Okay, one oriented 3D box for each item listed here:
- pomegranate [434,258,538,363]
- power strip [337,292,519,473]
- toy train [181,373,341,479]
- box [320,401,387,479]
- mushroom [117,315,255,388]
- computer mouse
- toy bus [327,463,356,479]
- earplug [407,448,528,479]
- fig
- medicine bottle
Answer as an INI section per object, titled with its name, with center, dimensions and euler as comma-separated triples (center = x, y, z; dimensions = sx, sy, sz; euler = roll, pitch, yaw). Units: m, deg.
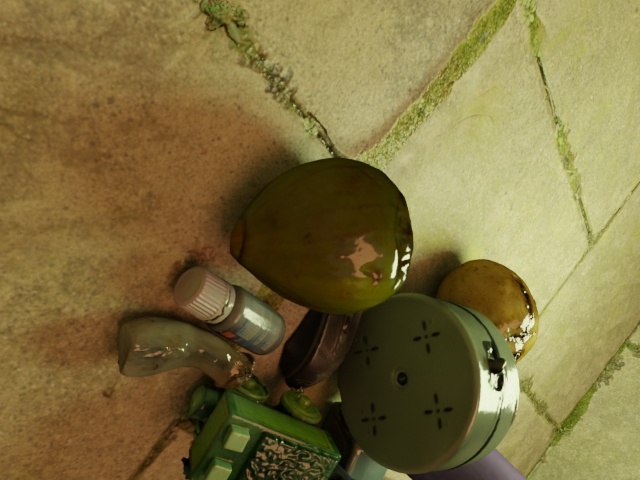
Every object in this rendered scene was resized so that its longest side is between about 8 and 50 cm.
[pomegranate]
center = 0.370, 0.180, 1.179
dimensions = 0.260, 0.260, 0.261
euler = -20, 126, -30
[power strip]
center = 0.211, 0.275, 1.017
dimensions = 0.161, 0.357, 0.358
euler = 16, 104, -42
[toy train]
center = -0.100, 0.341, 0.887
dimensions = 0.271, 0.188, 0.159
euler = 30, 95, -21
[box]
center = 0.052, 0.490, 1.134
dimensions = 0.130, 0.162, 0.227
euler = 17, 103, -22
[mushroom]
center = -0.200, 0.174, 0.795
dimensions = 0.223, 0.081, 0.092
euler = 22, 67, -39
[computer mouse]
center = 0.013, 0.200, 1.009
dimensions = 0.126, 0.071, 0.231
euler = 35, 89, -46
[toy bus]
center = -0.013, 0.479, 0.994
dimensions = 0.133, 0.292, 0.126
euler = -30, 130, -27
[earplug]
center = 0.336, 0.546, 1.212
dimensions = 0.215, 0.456, 0.215
euler = -22, 130, -29
[fig]
center = 0.000, 0.000, 0.775
dimensions = 0.270, 0.239, 0.240
euler = -9, 121, -20
[medicine bottle]
center = -0.141, 0.113, 0.821
dimensions = 0.083, 0.083, 0.203
euler = -50, 135, -6
